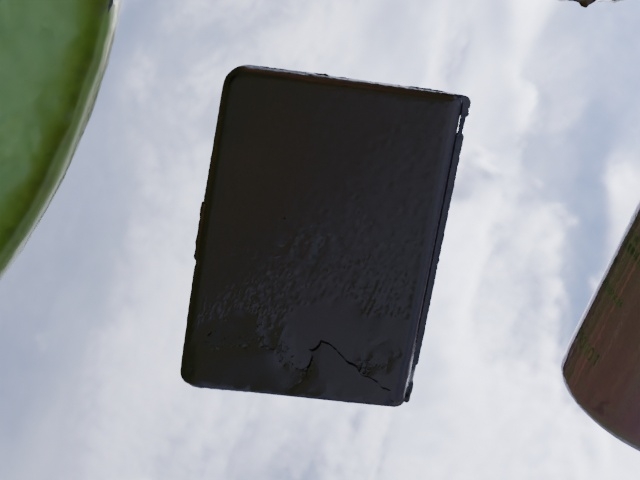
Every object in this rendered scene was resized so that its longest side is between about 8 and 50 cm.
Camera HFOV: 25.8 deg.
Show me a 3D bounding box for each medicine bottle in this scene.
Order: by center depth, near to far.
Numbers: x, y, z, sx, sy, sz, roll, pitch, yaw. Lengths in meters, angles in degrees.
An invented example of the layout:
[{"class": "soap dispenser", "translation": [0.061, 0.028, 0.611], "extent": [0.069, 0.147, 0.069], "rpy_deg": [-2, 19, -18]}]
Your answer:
[{"class": "medicine bottle", "translation": [0.327, 0.022, 1.116], "extent": [0.178, 0.178, 0.291], "rpy_deg": [55, -51, 53]}]

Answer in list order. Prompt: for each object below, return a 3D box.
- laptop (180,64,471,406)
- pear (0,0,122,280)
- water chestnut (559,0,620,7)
[{"class": "laptop", "translation": [0.000, 0.000, 0.857], "extent": [0.026, 0.154, 0.207], "rpy_deg": [-111, -151, -69]}, {"class": "pear", "translation": [-0.226, -0.151, 0.495], "extent": [0.238, 0.342, 0.318], "rpy_deg": [-31, -149, -19]}, {"class": "water chestnut", "translation": [0.235, -0.269, 0.983], "extent": [0.300, 0.300, 0.300], "rpy_deg": [-32, -135, 39]}]
